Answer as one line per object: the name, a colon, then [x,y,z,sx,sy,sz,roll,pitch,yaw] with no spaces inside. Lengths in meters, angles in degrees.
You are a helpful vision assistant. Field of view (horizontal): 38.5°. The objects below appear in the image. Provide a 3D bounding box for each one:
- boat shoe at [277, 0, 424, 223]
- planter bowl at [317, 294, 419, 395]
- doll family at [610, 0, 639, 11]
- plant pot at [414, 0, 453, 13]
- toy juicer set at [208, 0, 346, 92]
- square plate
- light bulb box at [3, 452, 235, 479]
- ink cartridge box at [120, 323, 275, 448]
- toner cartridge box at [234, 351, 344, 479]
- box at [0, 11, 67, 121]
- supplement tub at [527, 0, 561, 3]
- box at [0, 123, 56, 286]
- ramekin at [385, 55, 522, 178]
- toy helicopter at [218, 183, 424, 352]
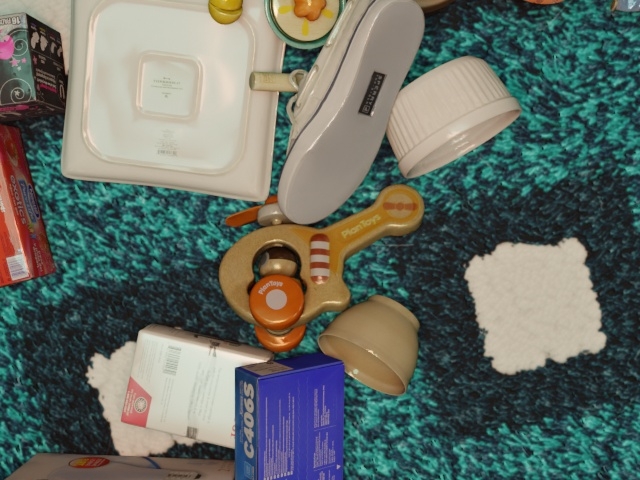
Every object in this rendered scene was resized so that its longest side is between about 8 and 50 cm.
boat shoe: [0.013,-0.211,1.371,0.136,0.156,0.367,9,113,-37]
planter bowl: [0.091,0.156,1.459,0.162,0.162,0.109,35,67,1]
doll family: [0.520,-0.426,1.437,0.111,0.076,0.193,9,99,-2]
plant pot: [0.138,-0.489,1.373,0.263,0.229,0.263,0,94,4]
toy juicer set: [-0.057,-0.346,1.386,0.209,0.089,0.329,-23,110,-19]
square plate: [-0.237,-0.246,1.464,0.347,0.049,0.344,7,102,-1]
light bulb box: [-0.320,0.477,1.386,0.361,0.358,0.225,2,91,2]
ink cartridge box: [-0.196,0.237,1.499,0.218,0.092,0.158,13,94,3]
toner cartridge box: [-0.049,0.362,1.451,0.165,0.075,0.348,-5,100,-34]
box: [-0.548,-0.260,1.453,0.247,0.163,0.142,-8,91,4]
supplement tub: [0.367,-0.515,1.337,0.193,0.193,0.316,30,76,1]
box: [-0.536,-0.051,1.485,0.128,0.122,0.257,-14,92,3]
ramekin: [0.193,-0.192,1.403,0.207,0.207,0.109,-29,82,4]
toy helicopter: [0.000,0.000,1.463,0.355,0.140,0.235,-28,68,-11]
